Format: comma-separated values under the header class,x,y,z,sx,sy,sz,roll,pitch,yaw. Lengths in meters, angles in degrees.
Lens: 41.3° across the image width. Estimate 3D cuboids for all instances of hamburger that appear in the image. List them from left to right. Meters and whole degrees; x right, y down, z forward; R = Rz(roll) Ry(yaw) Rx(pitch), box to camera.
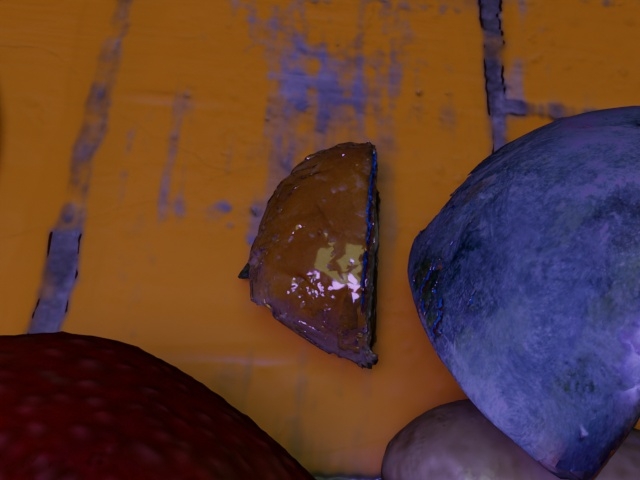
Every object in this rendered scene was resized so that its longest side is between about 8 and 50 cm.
class,x,y,z,sx,sy,sz,roll,pitch,yaw
hamburger,-0.006,0.004,0.604,0.102,0.087,0.176,4,66,-4

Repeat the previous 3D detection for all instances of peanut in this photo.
class,x,y,z,sx,sy,sz,roll,pitch,yaw
peanut,0.159,0.176,0.516,0.253,0.122,0.137,10,64,-5

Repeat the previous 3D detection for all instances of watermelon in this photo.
class,x,y,z,sx,sy,sz,roll,pitch,yaw
watermelon,0.179,-0.024,0.544,0.188,0.175,0.322,32,31,14

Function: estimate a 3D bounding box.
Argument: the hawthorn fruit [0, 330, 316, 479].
class,x,y,z,sx,sy,sz,roll,pitch,yaw
hawthorn fruit,-0.153,0.176,0.417,0.369,0.285,0.285,36,66,25
